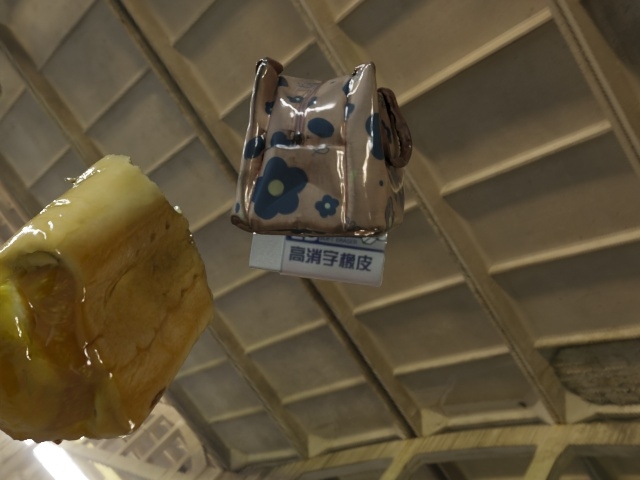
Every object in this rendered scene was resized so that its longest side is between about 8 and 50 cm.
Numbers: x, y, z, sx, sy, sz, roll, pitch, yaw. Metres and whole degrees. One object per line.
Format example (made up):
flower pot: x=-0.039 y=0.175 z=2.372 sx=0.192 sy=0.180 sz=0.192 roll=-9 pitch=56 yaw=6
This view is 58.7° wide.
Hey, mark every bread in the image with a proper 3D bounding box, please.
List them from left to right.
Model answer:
bread: x=-0.372 y=0.099 z=0.879 sx=0.250 sy=0.394 sz=0.361 roll=-8 pitch=-64 yaw=18

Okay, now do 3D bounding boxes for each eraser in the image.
eraser: x=0.000 y=0.000 z=0.906 sx=0.210 sy=0.124 sz=0.068 roll=8 pitch=-1 yaw=4

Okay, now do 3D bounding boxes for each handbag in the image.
handbag: x=0.010 y=-0.104 z=0.681 sx=0.190 sy=0.251 sz=0.193 roll=1 pitch=-86 yaw=13
